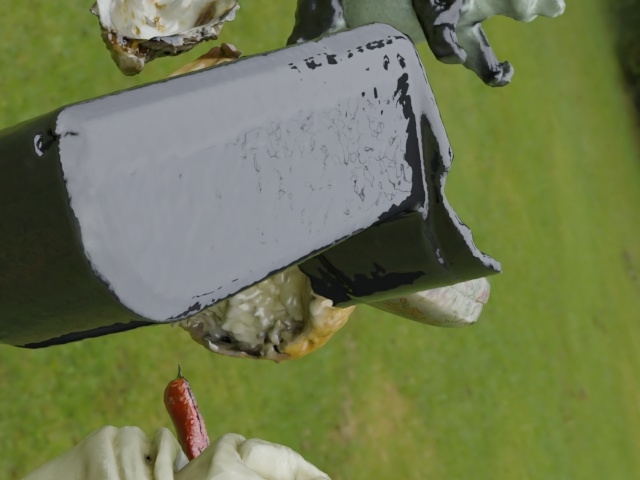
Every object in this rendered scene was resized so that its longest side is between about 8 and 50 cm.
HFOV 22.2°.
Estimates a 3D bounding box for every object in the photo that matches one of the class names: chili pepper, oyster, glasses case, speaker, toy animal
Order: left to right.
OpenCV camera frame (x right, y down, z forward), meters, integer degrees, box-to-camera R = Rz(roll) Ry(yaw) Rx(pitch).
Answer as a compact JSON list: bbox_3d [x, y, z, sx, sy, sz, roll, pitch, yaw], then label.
[{"bbox_3d":[-0.106,-0.153,1.113,0.148,0.103,0.051,-43,141,-50],"label":"oyster"},{"bbox_3d":[-0.120,0.206,1.573,0.045,0.027,0.178,139,-67,-67],"label":"chili pepper"},{"bbox_3d":[-0.060,-0.008,0.973,0.388,0.180,0.184,-23,96,-52],"label":"speaker"},{"bbox_3d":[0.000,0.000,1.836,0.156,0.425,0.098,30,83,-52],"label":"glasses case"},{"bbox_3d":[0.084,-0.182,1.295,0.094,0.225,0.121,24,67,-53],"label":"toy animal"}]

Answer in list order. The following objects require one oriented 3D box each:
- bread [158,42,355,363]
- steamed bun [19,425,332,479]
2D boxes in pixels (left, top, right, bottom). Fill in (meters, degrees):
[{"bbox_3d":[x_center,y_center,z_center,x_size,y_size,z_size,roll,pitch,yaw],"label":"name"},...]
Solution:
[{"bbox_3d":[-0.075,-0.024,1.383,0.149,0.274,0.274,-54,128,-40],"label":"bread"},{"bbox_3d":[-0.102,0.253,1.297,0.276,0.289,0.203,100,10,-61],"label":"steamed bun"}]
